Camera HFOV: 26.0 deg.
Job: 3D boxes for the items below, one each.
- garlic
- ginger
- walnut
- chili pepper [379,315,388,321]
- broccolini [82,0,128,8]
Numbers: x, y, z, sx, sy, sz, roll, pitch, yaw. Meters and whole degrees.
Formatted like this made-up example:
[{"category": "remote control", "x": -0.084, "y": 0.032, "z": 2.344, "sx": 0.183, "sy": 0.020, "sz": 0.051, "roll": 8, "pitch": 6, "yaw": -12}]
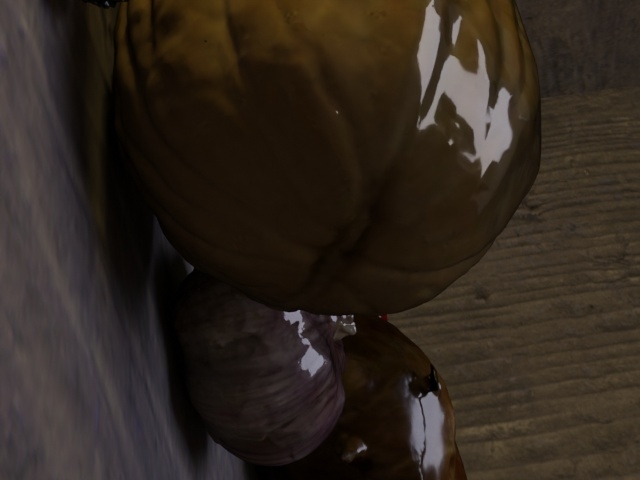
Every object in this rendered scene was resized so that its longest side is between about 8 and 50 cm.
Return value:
[{"category": "garlic", "x": -0.029, "y": 0.059, "z": 0.818, "sx": 0.159, "sy": 0.102, "sz": 0.147, "roll": 70, "pitch": 14, "yaw": -71}, {"category": "ginger", "x": 0.042, "y": 0.233, "z": 1.053, "sx": 0.254, "sy": 0.176, "sz": 0.418, "roll": 54, "pitch": 26, "yaw": -66}, {"category": "walnut", "x": 0.003, "y": -0.085, "z": 0.709, "sx": 0.225, "sy": 0.225, "sz": 0.261, "roll": 78, "pitch": 5, "yaw": -50}, {"category": "chili pepper", "x": 0.000, "y": 0.000, "z": 1.407, "sx": 0.110, "sy": 0.110, "sz": 0.387, "roll": 73, "pitch": 5, "yaw": -68}, {"category": "broccolini", "x": -0.105, "y": -0.188, "z": 0.635, "sx": 0.091, "sy": 0.068, "sz": 0.202, "roll": 98, "pitch": -21, "yaw": -48}]
